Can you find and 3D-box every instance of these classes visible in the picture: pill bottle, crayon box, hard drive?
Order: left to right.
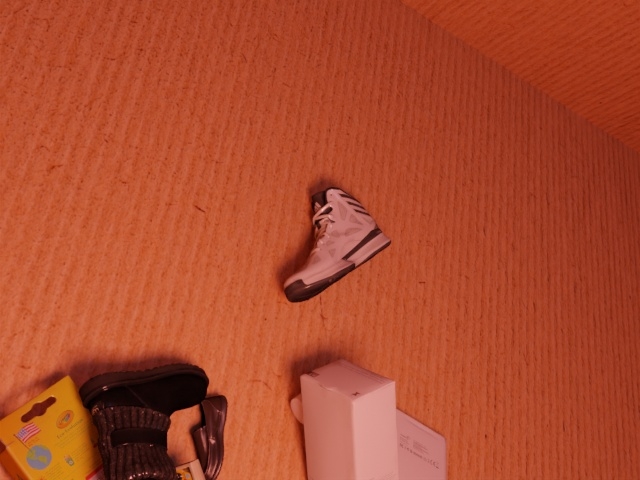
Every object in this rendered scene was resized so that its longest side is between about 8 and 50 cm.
[{"bbox_3d":[-0.534,0.476,1.417,0.318,0.081,0.202,53,41,1],"label":"crayon box"},{"bbox_3d":[0.009,0.428,1.829,0.180,0.108,0.108,-26,89,-38],"label":"pill bottle"},{"bbox_3d":[0.268,0.686,1.892,0.233,0.047,0.353,35,39,-21],"label":"hard drive"}]

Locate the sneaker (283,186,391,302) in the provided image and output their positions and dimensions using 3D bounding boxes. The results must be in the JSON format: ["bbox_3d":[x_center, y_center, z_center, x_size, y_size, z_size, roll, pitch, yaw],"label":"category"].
[{"bbox_3d":[0.000,0.000,1.966,0.447,0.169,0.257,-30,83,-46],"label":"sneaker"}]

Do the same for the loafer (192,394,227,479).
[{"bbox_3d":[-0.282,0.492,1.633,0.078,0.080,0.220,12,62,-20],"label":"loafer"}]

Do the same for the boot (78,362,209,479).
[{"bbox_3d":[-0.356,0.424,1.480,0.348,0.131,0.260,4,44,-49],"label":"boot"}]

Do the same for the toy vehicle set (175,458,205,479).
[{"bbox_3d":[-0.309,0.648,1.492,0.267,0.166,0.035,69,18,9],"label":"toy vehicle set"}]

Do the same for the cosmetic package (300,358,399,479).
[{"bbox_3d":[0.077,0.525,1.693,0.156,0.217,0.385,-12,108,-37],"label":"cosmetic package"}]
